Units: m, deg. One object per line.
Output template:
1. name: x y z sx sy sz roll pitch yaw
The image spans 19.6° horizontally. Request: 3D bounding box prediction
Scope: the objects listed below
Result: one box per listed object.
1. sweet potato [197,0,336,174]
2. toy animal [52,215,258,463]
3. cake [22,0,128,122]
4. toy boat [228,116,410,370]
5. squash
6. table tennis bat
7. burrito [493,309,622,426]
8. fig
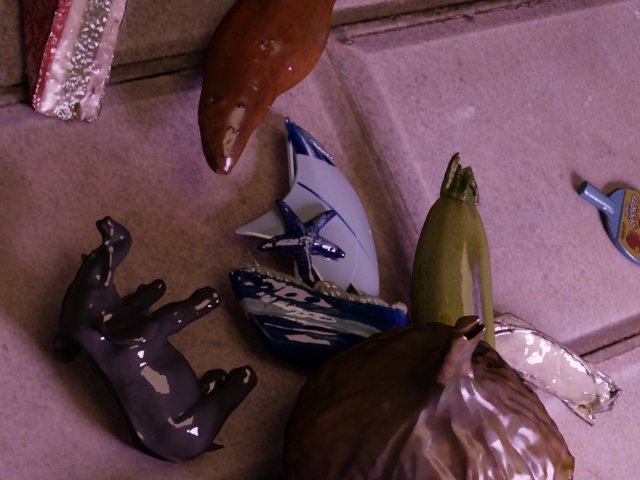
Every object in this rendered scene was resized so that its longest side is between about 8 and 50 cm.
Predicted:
1. sweet potato: -0.058 -0.204 1.950 0.112 0.112 0.359 44 52 -12
2. toy animal: -0.155 0.096 1.720 0.245 0.114 0.146 53 47 -4
3. cake: -0.231 -0.239 1.826 0.086 0.116 0.220 15 59 -39
4. toy boat: -0.020 0.007 1.907 0.210 0.070 0.292 -8 70 -45
5. squash: 0.140 0.073 1.953 0.094 0.094 0.341 3 80 -37
6. table tennis bat: 0.373 -0.025 2.255 0.155 0.019 0.100 34 52 -23
7. burrito: 0.239 0.130 2.045 0.229 0.063 0.058 35 77 -21
8. fig: 0.120 0.172 1.702 0.286 0.369 0.286 7 57 -10
